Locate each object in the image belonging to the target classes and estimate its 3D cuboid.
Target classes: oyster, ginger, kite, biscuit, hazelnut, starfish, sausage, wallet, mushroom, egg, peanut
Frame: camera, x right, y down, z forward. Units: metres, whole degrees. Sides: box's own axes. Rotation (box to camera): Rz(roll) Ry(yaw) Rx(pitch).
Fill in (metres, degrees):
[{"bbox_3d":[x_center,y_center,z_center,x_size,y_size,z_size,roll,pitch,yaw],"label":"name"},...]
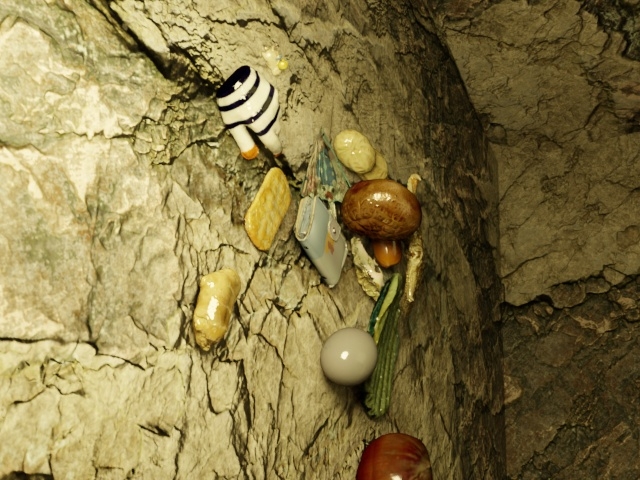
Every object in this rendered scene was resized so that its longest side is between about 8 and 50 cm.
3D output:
[{"bbox_3d":[0.131,0.085,1.906,0.209,0.072,0.133,53,23,-38],"label":"oyster"},{"bbox_3d":[-0.205,0.122,1.241,0.095,0.069,0.190,81,16,-52],"label":"ginger"},{"bbox_3d":[0.023,-0.153,1.841,0.406,0.014,0.368,0,81,-63],"label":"kite"},{"bbox_3d":[-0.121,-0.078,1.517,0.118,0.029,0.247,61,33,-33],"label":"biscuit"},{"bbox_3d":[0.207,0.631,1.701,0.229,0.229,0.229,32,53,-56],"label":"hazelnut"},{"bbox_3d":[0.303,0.029,2.106,0.324,0.082,0.432,85,5,-74],"label":"starfish"},{"bbox_3d":[0.209,-0.045,2.066,0.105,0.105,0.274,3,79,-62],"label":"sausage"},{"bbox_3d":[0.000,0.000,1.686,0.231,0.069,0.170,59,37,-45],"label":"wallet"},{"bbox_3d":[0.178,-0.084,1.845,0.253,0.253,0.153,38,61,-52],"label":"mushroom"},{"bbox_3d":[0.077,0.300,1.634,0.198,0.146,0.146,-13,92,-70],"label":"egg"},{"bbox_3d":[0.138,-0.255,1.979,0.274,0.111,0.125,30,21,-54],"label":"peanut"}]

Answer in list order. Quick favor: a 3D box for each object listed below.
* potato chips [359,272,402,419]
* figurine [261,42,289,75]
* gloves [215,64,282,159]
[{"bbox_3d":[0.194,0.306,1.884,0.358,0.070,0.429,69,32,-54],"label":"potato chips"},{"bbox_3d":[-0.116,-0.474,1.649,0.083,0.050,0.047,58,39,-35],"label":"figurine"},{"bbox_3d":[-0.141,-0.284,1.452,0.219,0.131,0.140,47,43,-33],"label":"gloves"}]
